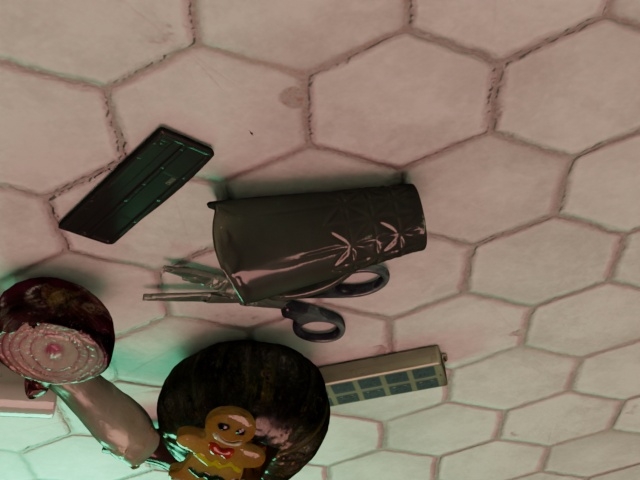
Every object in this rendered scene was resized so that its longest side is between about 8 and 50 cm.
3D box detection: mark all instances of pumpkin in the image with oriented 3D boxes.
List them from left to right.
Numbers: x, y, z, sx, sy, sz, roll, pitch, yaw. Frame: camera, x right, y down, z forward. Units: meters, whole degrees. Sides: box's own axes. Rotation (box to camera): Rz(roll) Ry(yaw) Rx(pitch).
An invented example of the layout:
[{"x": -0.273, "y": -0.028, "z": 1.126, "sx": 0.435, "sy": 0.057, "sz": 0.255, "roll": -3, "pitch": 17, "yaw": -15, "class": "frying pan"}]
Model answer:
[{"x": -0.140, "y": 0.314, "z": 2.008, "sx": 0.320, "sy": 0.192, "sz": 0.320, "roll": 6, "pitch": 131, "yaw": 6, "class": "pumpkin"}]

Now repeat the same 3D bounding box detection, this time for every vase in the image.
[{"x": 0.000, "y": 0.000, "z": 1.638, "sx": 0.300, "sy": 0.156, "sz": 0.251, "roll": -12, "pitch": 143, "yaw": -3, "class": "vase"}]

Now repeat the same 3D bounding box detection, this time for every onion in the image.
[{"x": -0.432, "y": 0.160, "z": 1.779, "sx": 0.195, "sy": 0.140, "sz": 0.218, "roll": 6, "pitch": 133, "yaw": -19, "class": "onion"}]

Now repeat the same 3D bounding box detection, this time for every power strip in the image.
[{"x": 0.065, "y": 0.271, "z": 2.135, "sx": 0.367, "sy": 0.043, "sz": 0.106, "roll": -12, "pitch": 145, "yaw": 8, "class": "power strip"}]

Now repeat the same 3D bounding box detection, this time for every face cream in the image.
[{"x": -0.637, "y": 0.254, "z": 1.944, "sx": 0.345, "sy": 0.102, "sz": 0.102, "roll": 6, "pitch": 145, "yaw": -17, "class": "face cream"}]

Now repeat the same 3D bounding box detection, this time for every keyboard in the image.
[{"x": -0.231, "y": -0.093, "z": 1.556, "sx": 0.103, "sy": 0.041, "sz": 0.381, "roll": 22, "pitch": 144, "yaw": -36, "class": "keyboard"}]

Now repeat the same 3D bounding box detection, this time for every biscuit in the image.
[{"x": -0.174, "y": 0.367, "z": 1.909, "sx": 0.158, "sy": 0.035, "sz": 0.240, "roll": 15, "pitch": 132, "yaw": -8, "class": "biscuit"}]

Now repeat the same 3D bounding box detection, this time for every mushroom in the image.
[{"x": -0.401, "y": 0.270, "z": 1.940, "sx": 0.351, "sy": 0.097, "sz": 0.109, "roll": 50, "pitch": 164, "yaw": -25, "class": "mushroom"}]

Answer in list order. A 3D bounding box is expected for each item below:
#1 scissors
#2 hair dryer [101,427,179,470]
[{"x": -0.098, "y": 0.093, "z": 1.853, "sx": 0.383, "sy": 0.029, "sz": 0.256, "roll": 6, "pitch": 145, "yaw": -21, "class": "scissors"}, {"x": -0.293, "y": 0.467, "z": 2.350, "sx": 0.312, "sy": 0.123, "sz": 0.340, "roll": 9, "pitch": 156, "yaw": -3, "class": "hair dryer"}]
